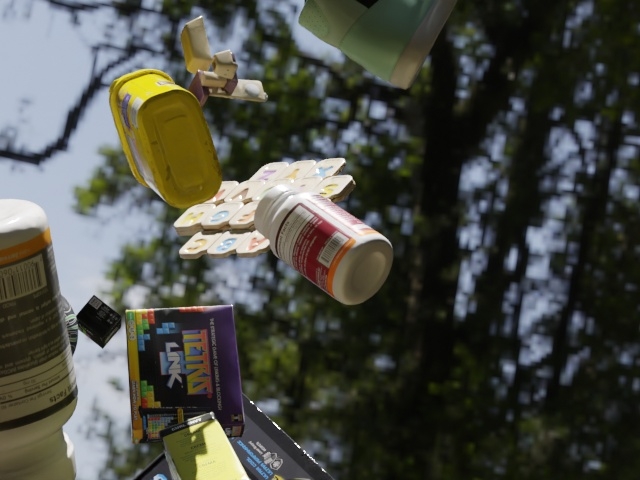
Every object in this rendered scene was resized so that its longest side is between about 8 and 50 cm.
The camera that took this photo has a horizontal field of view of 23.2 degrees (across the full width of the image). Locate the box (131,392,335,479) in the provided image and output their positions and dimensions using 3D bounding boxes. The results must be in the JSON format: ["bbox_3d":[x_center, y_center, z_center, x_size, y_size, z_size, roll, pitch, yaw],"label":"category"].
[{"bbox_3d":[-0.132,0.376,2.040,0.295,0.293,0.073,38,-16,47],"label":"box"}]

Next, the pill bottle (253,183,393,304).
[{"bbox_3d":[0.000,0.000,1.705,0.152,0.086,0.086,35,2,35],"label":"pill bottle"}]

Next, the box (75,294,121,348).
[{"bbox_3d":[-0.371,0.136,2.603,0.062,0.052,0.083,38,-18,4],"label":"box"}]

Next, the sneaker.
[{"bbox_3d":[0.070,-0.273,1.534,0.151,0.256,0.094,28,-40,1],"label":"sneaker"}]

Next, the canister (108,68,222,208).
[{"bbox_3d":[-0.158,-0.104,1.586,0.073,0.126,0.170,-20,16,-11],"label":"canister"}]

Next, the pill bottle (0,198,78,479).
[{"bbox_3d":[-0.323,0.110,1.509,0.162,0.278,0.162,-6,15,2],"label":"pill bottle"}]

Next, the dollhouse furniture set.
[{"bbox_3d":[-0.093,-0.196,1.638,0.081,0.114,0.091,2,-35,-25],"label":"dollhouse furniture set"}]

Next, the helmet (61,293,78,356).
[{"bbox_3d":[-0.407,0.126,2.081,0.161,0.169,0.169,-6,-15,0],"label":"helmet"}]

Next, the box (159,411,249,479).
[{"bbox_3d":[-0.080,0.249,1.366,0.058,0.087,0.232,-19,31,-12],"label":"box"}]

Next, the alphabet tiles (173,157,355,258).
[{"bbox_3d":[-0.090,-0.056,2.430,0.284,0.278,0.021,-1,-58,36],"label":"alphabet tiles"}]

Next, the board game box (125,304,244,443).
[{"bbox_3d":[-0.174,0.169,1.974,0.141,0.170,0.048,-4,-29,-8],"label":"board game box"}]
